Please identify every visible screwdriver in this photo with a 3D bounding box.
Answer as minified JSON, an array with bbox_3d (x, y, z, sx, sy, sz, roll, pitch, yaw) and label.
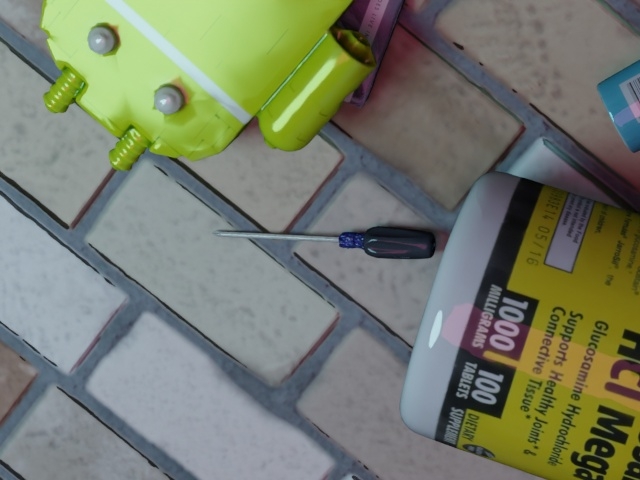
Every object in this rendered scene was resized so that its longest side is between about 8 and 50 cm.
[{"bbox_3d":[0.000,0.000,1.356,0.170,0.025,0.024,2,108,13],"label":"screwdriver"}]

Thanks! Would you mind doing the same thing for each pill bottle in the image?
[{"bbox_3d":[0.235,0.088,1.236,0.334,0.188,0.188,18,111,8],"label":"pill bottle"}]

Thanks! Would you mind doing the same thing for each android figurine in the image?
[{"bbox_3d":[-0.085,-0.166,1.288,0.248,0.056,0.273,43,113,-3],"label":"android figurine"}]

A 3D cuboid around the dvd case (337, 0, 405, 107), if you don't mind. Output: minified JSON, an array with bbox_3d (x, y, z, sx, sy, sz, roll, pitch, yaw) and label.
[{"bbox_3d":[-0.042,-0.208,1.300,0.221,0.018,0.164,24,112,5],"label":"dvd case"}]

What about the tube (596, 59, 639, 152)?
[{"bbox_3d":[0.285,-0.127,1.231,0.207,0.052,0.080,-27,109,15],"label":"tube"}]
